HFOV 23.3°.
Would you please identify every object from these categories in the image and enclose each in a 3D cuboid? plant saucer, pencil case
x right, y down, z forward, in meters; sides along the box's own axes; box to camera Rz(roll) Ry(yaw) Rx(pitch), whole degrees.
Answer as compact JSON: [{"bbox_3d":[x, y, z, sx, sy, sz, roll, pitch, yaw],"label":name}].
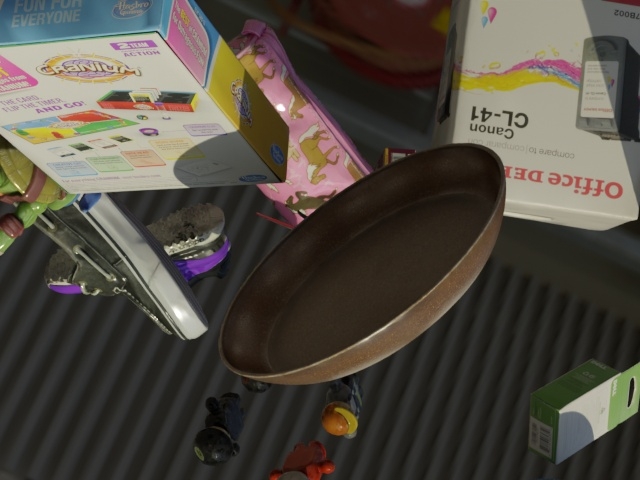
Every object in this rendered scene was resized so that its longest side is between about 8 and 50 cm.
[{"bbox_3d":[0.045,0.028,1.413,0.311,0.050,0.310,-32,-157,16],"label":"plant saucer"},{"bbox_3d":[-0.036,-0.143,2.337,0.167,0.386,0.160,-41,-167,-8],"label":"pencil case"}]

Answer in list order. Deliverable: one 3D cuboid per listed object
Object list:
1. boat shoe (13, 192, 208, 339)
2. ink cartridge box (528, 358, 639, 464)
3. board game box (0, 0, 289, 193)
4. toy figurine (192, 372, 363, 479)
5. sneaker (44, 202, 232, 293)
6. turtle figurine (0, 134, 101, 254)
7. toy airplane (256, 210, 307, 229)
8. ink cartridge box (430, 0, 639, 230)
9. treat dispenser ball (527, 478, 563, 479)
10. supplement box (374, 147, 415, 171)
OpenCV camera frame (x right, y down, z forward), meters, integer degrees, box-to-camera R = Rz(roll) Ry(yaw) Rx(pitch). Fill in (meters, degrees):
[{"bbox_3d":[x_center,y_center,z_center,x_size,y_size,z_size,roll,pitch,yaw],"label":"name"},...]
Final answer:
[{"bbox_3d":[-0.285,0.015,2.025,0.119,0.335,0.121,-40,-168,2],"label":"boat shoe"},{"bbox_3d":[0.423,0.261,2.478,0.209,0.062,0.109,-24,126,-35],"label":"ink cartridge box"},{"bbox_3d":[-0.191,-0.136,1.431,0.316,0.242,0.064,51,40,-62],"label":"board game box"},{"bbox_3d":[-0.057,0.258,2.232,0.209,0.213,0.148,-57,-178,24],"label":"toy figurine"},{"bbox_3d":[-0.274,0.053,2.406,0.102,0.293,0.146,-104,178,-50],"label":"sneaker"},{"bbox_3d":[-0.414,-0.079,1.755,0.197,0.275,0.266,-67,154,-6],"label":"turtle figurine"},{"bbox_3d":[0.000,0.000,1.815,0.028,0.151,0.151,-62,-177,-14],"label":"toy airplane"},{"bbox_3d":[0.252,-0.180,1.725,0.131,0.226,0.306,140,-42,-83],"label":"ink cartridge box"},{"bbox_3d":[0.347,0.510,2.376,0.288,0.288,0.288,-155,-90,-86],"label":"treat dispenser ball"},{"bbox_3d":[0.098,-0.083,2.063,0.083,0.043,0.055,118,-26,-72],"label":"supplement box"}]
